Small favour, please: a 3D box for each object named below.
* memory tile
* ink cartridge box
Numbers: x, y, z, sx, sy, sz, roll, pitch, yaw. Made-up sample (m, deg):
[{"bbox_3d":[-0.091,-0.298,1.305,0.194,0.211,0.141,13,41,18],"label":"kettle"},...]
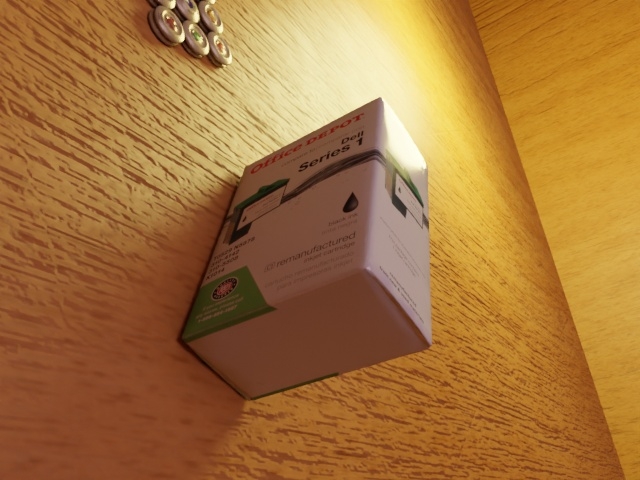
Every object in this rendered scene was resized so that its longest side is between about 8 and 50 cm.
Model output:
[{"bbox_3d":[-0.136,-0.246,0.607,0.113,0.012,0.147,5,65,-61],"label":"memory tile"},{"bbox_3d":[0.000,0.000,0.505,0.092,0.160,0.219,50,30,-31],"label":"ink cartridge box"}]
